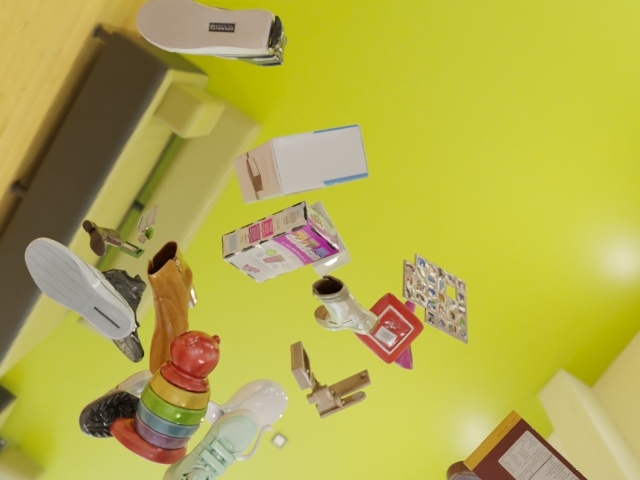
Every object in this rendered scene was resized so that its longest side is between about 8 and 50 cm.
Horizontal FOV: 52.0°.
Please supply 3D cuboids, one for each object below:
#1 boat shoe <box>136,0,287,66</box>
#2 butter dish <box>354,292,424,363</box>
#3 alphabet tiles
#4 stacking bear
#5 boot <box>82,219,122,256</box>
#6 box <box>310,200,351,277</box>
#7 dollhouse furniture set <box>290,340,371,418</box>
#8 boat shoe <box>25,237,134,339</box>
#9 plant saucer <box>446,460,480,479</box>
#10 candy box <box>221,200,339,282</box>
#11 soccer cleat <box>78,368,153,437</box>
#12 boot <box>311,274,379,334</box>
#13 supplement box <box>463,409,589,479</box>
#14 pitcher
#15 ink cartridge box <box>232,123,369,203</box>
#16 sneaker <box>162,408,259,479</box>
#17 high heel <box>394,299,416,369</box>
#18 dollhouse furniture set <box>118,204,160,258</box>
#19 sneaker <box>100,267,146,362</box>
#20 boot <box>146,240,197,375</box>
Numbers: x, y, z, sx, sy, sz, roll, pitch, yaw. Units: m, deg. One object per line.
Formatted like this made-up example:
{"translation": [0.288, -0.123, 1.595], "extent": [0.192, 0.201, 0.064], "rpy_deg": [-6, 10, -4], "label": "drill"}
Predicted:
{"translation": [-0.236, -0.461, 1.497], "extent": [0.158, 0.340, 0.127], "rpy_deg": [19, 83, -79], "label": "boat shoe"}
{"translation": [0.187, 0.243, 1.893], "extent": [0.160, 0.160, 0.118], "rpy_deg": [-47, -168, 0], "label": "butter dish"}
{"translation": [0.307, 0.147, 1.747], "extent": [0.009, 0.237, 0.198], "rpy_deg": [-35, -144, 43], "label": "alphabet tiles"}
{"translation": [-0.320, 0.335, 1.477], "extent": [0.175, 0.164, 0.289], "rpy_deg": [16, 101, -51], "label": "stacking bear"}
{"translation": [-0.500, 0.004, 1.545], "extent": [0.037, 0.106, 0.114], "rpy_deg": [-33, 158, 7], "label": "boot"}
{"translation": [0.000, 0.000, 2.039], "extent": [0.119, 0.181, 0.182], "rpy_deg": [-29, 164, 0], "label": "box"}
{"translation": [0.025, 0.274, 1.372], "extent": [0.123, 0.151, 0.144], "rpy_deg": [-24, -162, 4], "label": "dollhouse furniture set"}
{"translation": [-0.419, 0.084, 1.147], "extent": [0.083, 0.226, 0.076], "rpy_deg": [-39, -165, 0], "label": "boat shoe"}
{"translation": [0.393, 0.628, 1.651], "extent": [0.029, 0.168, 0.168], "rpy_deg": [-43, 170, -50], "label": "plant saucer"}
{"translation": [-0.094, 0.008, 1.555], "extent": [0.233, 0.159, 0.071], "rpy_deg": [-22, -125, 20], "label": "candy box"}
{"translation": [-0.474, 0.391, 1.614], "extent": [0.318, 0.116, 0.109], "rpy_deg": [-19, 110, -55], "label": "soccer cleat"}
{"translation": [0.027, 0.156, 1.638], "extent": [0.213, 0.165, 0.077], "rpy_deg": [2, -128, 51], "label": "boot"}
{"translation": [0.374, 0.428, 1.177], "extent": [0.129, 0.194, 0.191], "rpy_deg": [-44, 157, -4], "label": "supplement box"}
{"translation": [-0.177, 0.464, 1.714], "extent": [0.207, 0.178, 0.125], "rpy_deg": [-14, 158, -43], "label": "pitcher"}
{"translation": [-0.056, -0.179, 1.586], "extent": [0.223, 0.129, 0.307], "rpy_deg": [-14, -176, -23], "label": "ink cartridge box"}
{"translation": [-0.219, 0.460, 1.318], "extent": [0.256, 0.094, 0.151], "rpy_deg": [-43, -165, 5], "label": "sneaker"}
{"translation": [0.297, 0.305, 2.174], "extent": [0.082, 0.117, 0.244], "rpy_deg": [4, 111, -65], "label": "high heel"}
{"translation": [-0.471, -0.032, 1.695], "extent": [0.152, 0.058, 0.076], "rpy_deg": [-67, 172, 30], "label": "dollhouse furniture set"}
{"translation": [-0.444, 0.165, 1.528], "extent": [0.130, 0.228, 0.087], "rpy_deg": [-28, 179, -36], "label": "sneaker"}
{"translation": [-0.386, 0.162, 1.610], "extent": [0.211, 0.104, 0.295], "rpy_deg": [76, 17, -44], "label": "boot"}
